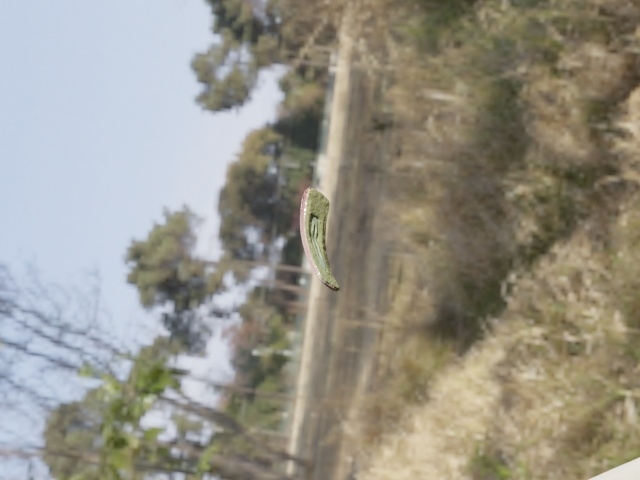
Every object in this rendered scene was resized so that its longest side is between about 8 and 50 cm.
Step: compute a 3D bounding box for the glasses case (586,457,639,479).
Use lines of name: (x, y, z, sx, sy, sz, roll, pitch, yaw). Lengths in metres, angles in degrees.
glasses case: (0.168, 0.138, 0.574, 0.092, 0.233, 0.059, 41, -147, -32)

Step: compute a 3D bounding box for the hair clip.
hair clip: (-0.001, 0.001, 1.520, 0.054, 0.022, 0.137, 35, -140, -51)
